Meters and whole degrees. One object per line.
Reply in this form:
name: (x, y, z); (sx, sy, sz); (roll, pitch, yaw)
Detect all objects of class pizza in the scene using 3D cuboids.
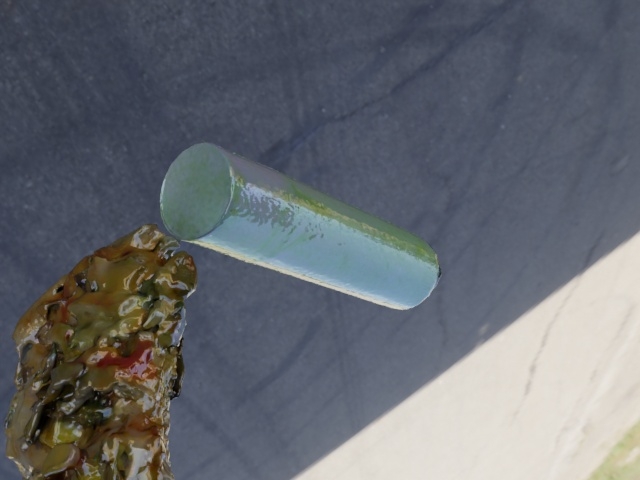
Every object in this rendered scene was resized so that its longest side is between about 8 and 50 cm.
pizza: (-0.142, 0.093, 0.526); (0.147, 0.226, 0.069); (-19, 140, 26)

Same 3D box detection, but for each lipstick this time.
lipstick: (0.000, 0.000, 0.716); (0.076, 0.076, 0.304); (-47, 147, 17)
